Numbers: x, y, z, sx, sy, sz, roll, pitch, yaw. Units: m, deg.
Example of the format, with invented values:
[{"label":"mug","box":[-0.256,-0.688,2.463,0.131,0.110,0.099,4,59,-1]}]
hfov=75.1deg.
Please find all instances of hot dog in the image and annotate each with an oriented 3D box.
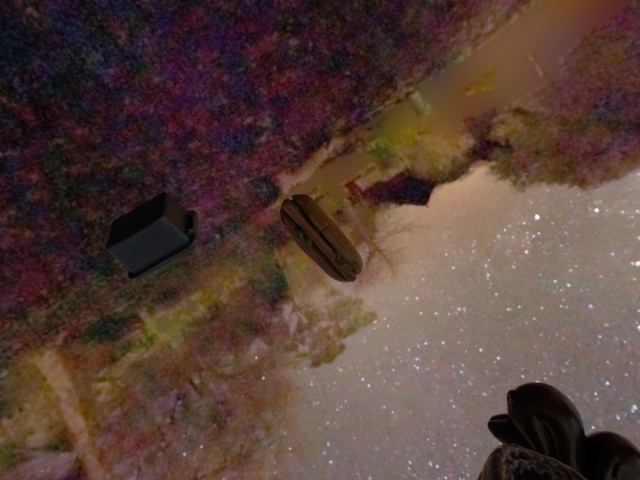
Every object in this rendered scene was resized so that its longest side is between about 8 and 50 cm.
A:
[{"label":"hot dog","box":[0.000,0.000,0.963,0.100,0.250,0.068,-40,-172,17]}]

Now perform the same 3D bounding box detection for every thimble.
[{"label":"thimble","box":[0.340,0.445,0.626,0.217,0.245,0.157,-118,-133,-70]}]

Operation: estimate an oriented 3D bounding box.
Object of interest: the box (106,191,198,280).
[{"label":"box","box":[-0.199,-0.008,0.489,0.099,0.054,0.074,-28,-137,8]}]

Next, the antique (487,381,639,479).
[{"label":"antique","box":[0.472,0.377,0.790,0.121,0.256,0.144,-3,121,-56]}]
